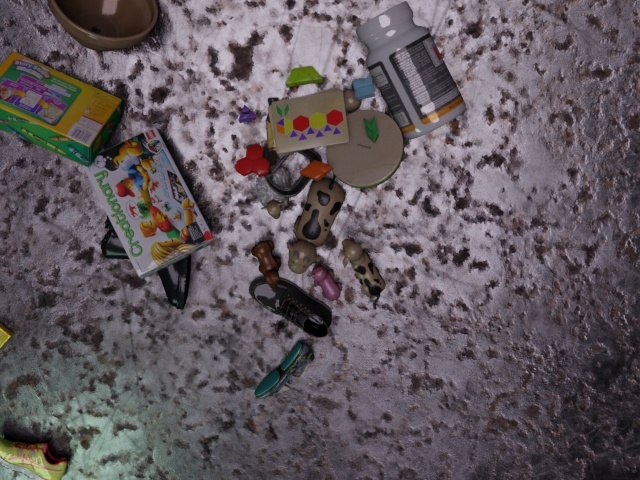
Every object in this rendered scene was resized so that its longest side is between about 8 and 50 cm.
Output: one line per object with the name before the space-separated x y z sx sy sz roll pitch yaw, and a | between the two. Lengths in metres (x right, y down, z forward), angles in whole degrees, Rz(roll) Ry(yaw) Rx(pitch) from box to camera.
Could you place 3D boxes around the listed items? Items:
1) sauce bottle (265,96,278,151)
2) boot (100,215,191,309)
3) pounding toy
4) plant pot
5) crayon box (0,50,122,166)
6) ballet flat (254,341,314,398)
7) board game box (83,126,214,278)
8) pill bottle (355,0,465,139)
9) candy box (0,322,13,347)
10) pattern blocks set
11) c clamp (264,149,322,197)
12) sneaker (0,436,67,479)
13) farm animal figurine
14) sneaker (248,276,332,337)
sauce bottle | -0.108 -0.273 1.820 0.042 0.042 0.128 -2 91 1
boot | -0.418 0.041 1.854 0.207 0.094 0.246 2 94 -4
pounding toy | 0.098 -0.219 1.802 0.183 0.110 0.237 -45 69 6
plant pot | -0.494 -0.504 1.719 0.237 0.237 0.110 35 139 -6
crayon box | -0.616 -0.301 1.753 0.278 0.165 0.081 24 143 -4
ballet flat | -0.085 0.340 1.929 0.070 0.070 0.188 42 102 -7
board game box | -0.401 -0.089 1.792 0.193 0.053 0.305 -28 84 -9
pill bottle | 0.200 -0.382 1.735 0.162 0.162 0.278 -28 100 5
candy box | -0.880 0.276 1.939 0.105 0.027 0.206 42 99 -10
pattern blocks set | -0.029 -0.268 1.757 0.324 0.026 0.285 -1 72 9
c clamp | -0.072 -0.174 1.764 0.137 0.022 0.161 27 68 13
sneaker | -0.742 0.548 1.971 0.208 0.081 0.094 33 92 -12
farm animal figurine | 0.000 0.000 1.804 0.330 0.172 0.327 6 101 -1
sneaker | -0.072 0.158 1.863 0.222 0.118 0.083 23 100 -4
